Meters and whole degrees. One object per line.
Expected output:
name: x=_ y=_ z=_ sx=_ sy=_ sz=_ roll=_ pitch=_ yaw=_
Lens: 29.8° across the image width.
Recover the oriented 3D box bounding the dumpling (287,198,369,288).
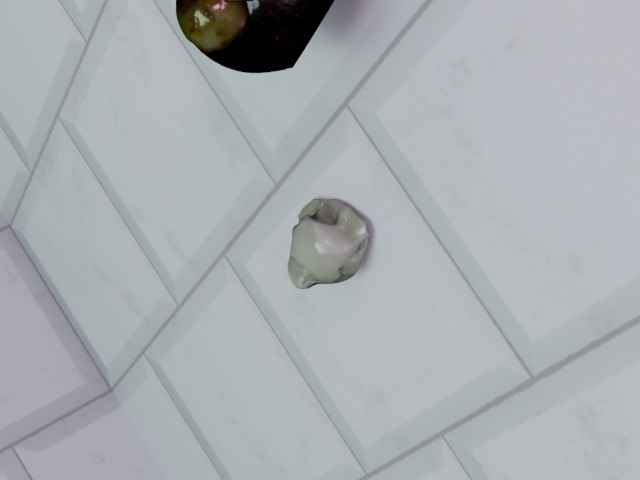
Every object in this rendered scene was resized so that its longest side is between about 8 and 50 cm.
dumpling: x=0.000 y=0.001 z=1.954 sx=0.150 sy=0.092 sz=0.176 roll=66 pitch=155 yaw=20

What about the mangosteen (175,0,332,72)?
mangosteen: x=-0.091 y=-0.357 z=1.638 sx=0.233 sy=0.287 sz=0.287 roll=39 pitch=146 yaw=-5
